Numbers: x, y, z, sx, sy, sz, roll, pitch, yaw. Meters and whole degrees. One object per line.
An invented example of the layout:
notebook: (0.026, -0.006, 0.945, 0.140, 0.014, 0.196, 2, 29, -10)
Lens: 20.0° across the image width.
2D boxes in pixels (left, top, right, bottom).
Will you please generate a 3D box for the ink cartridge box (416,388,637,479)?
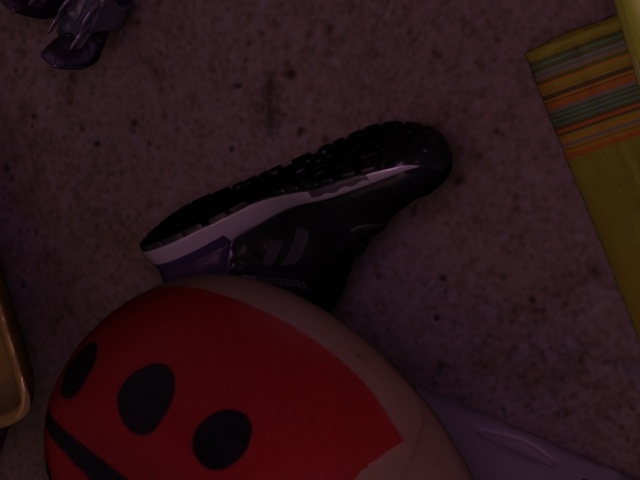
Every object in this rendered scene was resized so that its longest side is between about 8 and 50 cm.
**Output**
ink cartridge box: (0.104, 0.305, 1.439, 0.223, 0.129, 0.308, 22, 112, 21)

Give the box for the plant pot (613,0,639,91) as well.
plant pot: (0.290, -0.216, 1.158, 0.207, 0.228, 0.227, -14, 95, 19)

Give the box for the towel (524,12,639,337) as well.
towel: (0.237, -0.048, 1.339, 0.102, 0.021, 0.237, -18, 99, 34)

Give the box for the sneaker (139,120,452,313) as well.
sneaker: (0.000, 0.000, 1.442, 0.283, 0.107, 0.124, -20, 107, 34)

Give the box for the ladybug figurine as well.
ladybug figurine: (-0.064, 0.193, 1.345, 0.449, 0.162, 0.305, 30, 116, 40)

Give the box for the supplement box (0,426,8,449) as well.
supplement box: (-0.321, 0.172, 1.662, 0.055, 0.043, 0.083, 31, 115, 17)

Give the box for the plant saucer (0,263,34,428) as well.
plant saucer: (-0.402, 0.040, 1.622, 0.332, 0.081, 0.333, -22, 82, 29)

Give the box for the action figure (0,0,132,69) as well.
action figure: (-0.144, -0.275, 1.428, 0.185, 0.099, 0.285, 43, 114, 20)
